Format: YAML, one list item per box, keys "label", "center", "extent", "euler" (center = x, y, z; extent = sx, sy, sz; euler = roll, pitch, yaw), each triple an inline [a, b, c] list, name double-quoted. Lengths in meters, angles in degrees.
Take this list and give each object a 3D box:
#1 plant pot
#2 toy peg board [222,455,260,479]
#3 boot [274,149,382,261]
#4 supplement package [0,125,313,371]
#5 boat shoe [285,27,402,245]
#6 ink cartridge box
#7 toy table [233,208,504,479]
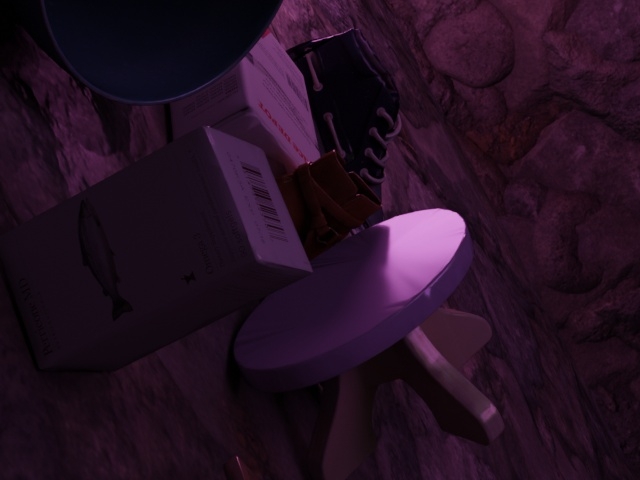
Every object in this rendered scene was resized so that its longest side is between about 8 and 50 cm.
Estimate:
- label: "plant pot"
  center: [-0.179, -0.286, 1.082]
  extent: [0.195, 0.290, 0.290]
  euler: [30, -5, 34]
- label: "toy peg board"
  center: [-0.036, 0.276, 0.948]
  extent: [0.161, 0.079, 0.161]
  euler: [54, 2, -31]
- label: "boot"
  center: [0.000, 0.000, 1.311]
  extent: [0.197, 0.152, 0.073]
  euler: [46, 15, -47]
- label: "supplement package"
  center: [-0.116, 0.011, 0.887]
  extent: [0.105, 0.179, 0.105]
  euler: [67, 16, 13]
- label: "boat shoe"
  center: [0.053, -0.118, 1.666]
  extent: [0.341, 0.158, 0.127]
  euler: [62, 16, -4]
- label: "ink cartridge box"
  center: [-0.084, -0.142, 1.379]
  extent: [0.172, 0.100, 0.237]
  euler: [49, 20, -41]
- label: "toy table"
  center: [0.056, 0.105, 1.228]
  extent: [0.252, 0.274, 0.161]
  euler: [26, -37, 58]
